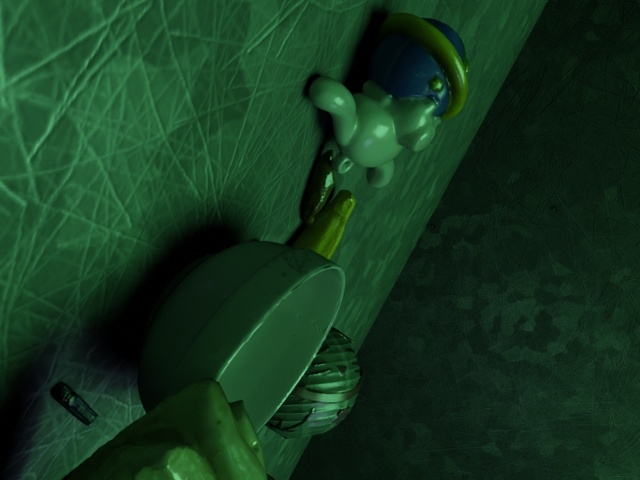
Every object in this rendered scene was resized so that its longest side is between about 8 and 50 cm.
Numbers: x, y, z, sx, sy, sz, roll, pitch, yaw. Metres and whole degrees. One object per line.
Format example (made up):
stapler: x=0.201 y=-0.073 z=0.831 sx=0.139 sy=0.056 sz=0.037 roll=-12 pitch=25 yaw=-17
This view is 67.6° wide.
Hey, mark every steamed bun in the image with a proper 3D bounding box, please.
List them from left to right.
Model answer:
steamed bun: x=-0.184 y=0.345 z=0.392 sx=0.428 sy=0.247 sz=0.189 roll=-43 pitch=-176 yaw=16

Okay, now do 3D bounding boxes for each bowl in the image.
bowl: x=-0.107 y=0.117 z=0.583 sx=0.287 sy=0.143 sz=0.287 roll=-49 pitch=160 yaw=-26

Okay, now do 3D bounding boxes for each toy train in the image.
toy train: x=-0.248 y=0.168 z=0.485 sx=0.017 sy=0.017 sz=0.083 roll=-51 pitch=161 yaw=-32

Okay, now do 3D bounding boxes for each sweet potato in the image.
sweet potato: x=-0.003 y=-0.077 z=0.774 sx=0.041 sy=0.038 sz=0.153 roll=-47 pitch=162 yaw=-50

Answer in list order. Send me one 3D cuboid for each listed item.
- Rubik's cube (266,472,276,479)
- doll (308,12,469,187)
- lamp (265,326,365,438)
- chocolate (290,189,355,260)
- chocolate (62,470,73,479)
Rubik's cube: x=-0.206 y=0.570 z=1.060 sx=0.151 sy=0.154 sz=0.155 roll=-47 pitch=159 yaw=-36
doll: x=0.127 y=-0.188 z=0.733 sx=0.243 sy=0.159 sz=0.311 roll=-58 pitch=159 yaw=-16
lamp: x=-0.035 y=0.267 z=0.949 sx=0.265 sy=0.233 sz=0.233 roll=6 pitch=114 yaw=-57
chocolate: x=0.000 y=0.000 z=0.848 sx=0.219 sy=0.085 sz=0.086 roll=-55 pitch=163 yaw=-23
chocolate: x=-0.262 y=0.360 z=0.573 sx=0.156 sy=0.133 sz=0.156 roll=-54 pitch=162 yaw=-27
